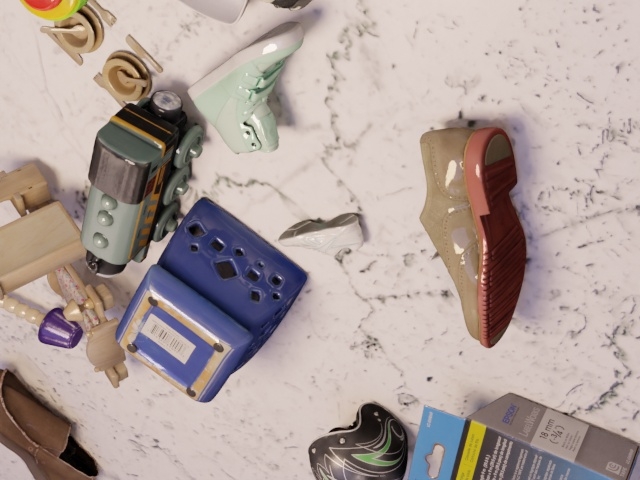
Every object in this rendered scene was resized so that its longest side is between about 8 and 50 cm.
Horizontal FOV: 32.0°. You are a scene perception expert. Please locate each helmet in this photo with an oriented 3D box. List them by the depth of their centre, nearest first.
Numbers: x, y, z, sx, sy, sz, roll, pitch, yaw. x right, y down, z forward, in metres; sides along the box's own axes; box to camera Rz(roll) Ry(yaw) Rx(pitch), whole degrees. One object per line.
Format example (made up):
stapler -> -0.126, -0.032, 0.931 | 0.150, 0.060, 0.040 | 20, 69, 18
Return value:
helmet -> 0.066, 0.381, 1.946 | 0.169, 0.161, 0.169 | 15, 128, 20

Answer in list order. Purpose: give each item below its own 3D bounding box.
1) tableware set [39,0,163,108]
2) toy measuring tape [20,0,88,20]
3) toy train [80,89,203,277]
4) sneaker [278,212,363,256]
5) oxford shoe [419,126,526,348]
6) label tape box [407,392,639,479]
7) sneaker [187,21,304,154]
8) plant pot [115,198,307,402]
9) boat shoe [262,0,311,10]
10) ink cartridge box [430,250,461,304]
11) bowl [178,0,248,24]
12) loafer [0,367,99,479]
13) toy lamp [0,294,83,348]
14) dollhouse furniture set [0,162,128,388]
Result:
tableware set -> -0.354, -0.296, 1.782 | 0.194, 0.039, 0.128 | 45, 132, -6
toy measuring tape -> -0.463, -0.391, 1.707 | 0.330, 0.121, 0.121 | -1, 122, 17
toy train -> -0.303, -0.086, 1.802 | 0.142, 0.190, 0.334 | 31, 132, 7
sneaker -> 0.000, 0.000, 1.785 | 0.152, 0.054, 0.061 | -7, 121, 32
oxford shoe -> 0.216, -0.007, 1.625 | 0.130, 0.123, 0.348 | 11, 119, 35
label tape box -> 0.324, 0.382, 1.838 | 0.333, 0.106, 0.241 | 21, 130, 17
sneaker -> -0.077, -0.216, 1.643 | 0.256, 0.094, 0.151 | -25, 102, 50
plant pot -> -0.197, 0.115, 1.873 | 0.236, 0.212, 0.236 | 36, 133, 2
boat shoe -> 0.011, -0.392, 1.496 | 0.079, 0.084, 0.233 | 21, 136, -38
ink cartridge box -> 0.227, 0.059, 1.714 | 0.063, 0.029, 0.115 | -24, 109, 39
bowl -> -0.151, -0.394, 1.587 | 0.142, 0.053, 0.142 | 30, 132, 9
loafer -> -0.590, 0.399, 2.378 | 0.130, 0.134, 0.366 | -22, 122, 14
toy lamp -> -0.596, 0.138, 2.207 | 0.274, 0.080, 0.080 | 22, 131, 14
dollhouse furniture set -> -0.508, 0.096, 2.020 | 0.303, 0.173, 0.356 | 51, 156, 29
